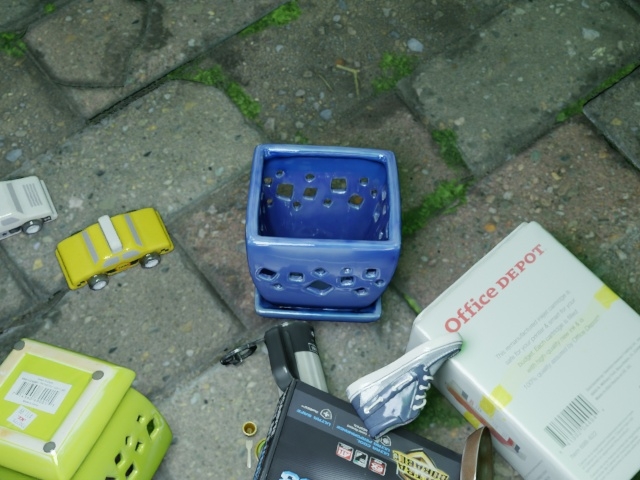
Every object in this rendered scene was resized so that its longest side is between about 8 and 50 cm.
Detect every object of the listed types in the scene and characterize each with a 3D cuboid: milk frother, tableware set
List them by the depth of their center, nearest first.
[{"bbox_3d":[-0.045,0.302,1.677,0.154,0.024,0.104,-2,64,-4],"label":"tableware set"},{"bbox_3d":[-0.072,0.212,1.680,0.143,0.129,0.135,-36,52,28],"label":"milk frother"}]

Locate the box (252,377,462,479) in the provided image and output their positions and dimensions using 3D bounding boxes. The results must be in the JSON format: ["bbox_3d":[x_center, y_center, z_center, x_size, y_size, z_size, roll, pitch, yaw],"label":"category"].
[{"bbox_3d":[0.045,0.377,1.503,0.295,0.073,0.293,27,43,-7],"label":"box"}]

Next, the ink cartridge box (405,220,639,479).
[{"bbox_3d":[0.363,0.202,1.675,0.279,0.160,0.385,-39,73,-19],"label":"ink cartridge box"}]

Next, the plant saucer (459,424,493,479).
[{"bbox_3d":[0.232,0.360,1.596,0.029,0.168,0.169,-1,63,17],"label":"plant saucer"}]

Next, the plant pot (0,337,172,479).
[{"bbox_3d":[-0.373,0.277,1.520,0.228,0.207,0.227,13,50,21],"label":"plant pot"}]

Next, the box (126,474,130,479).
[{"bbox_3d":[-0.403,0.438,1.566,0.323,0.067,0.063,-21,67,-14],"label":"box"}]

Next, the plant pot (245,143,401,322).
[{"bbox_3d":[0.000,0.000,1.699,0.235,0.212,0.236,3,45,-3],"label":"plant pot"}]

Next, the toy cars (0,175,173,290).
[{"bbox_3d":[-0.443,-0.025,1.773,0.393,0.087,0.177,15,64,4],"label":"toy cars"}]

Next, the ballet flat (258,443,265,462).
[{"bbox_3d":[0.009,0.343,1.621,0.221,0.079,0.077,15,65,-17],"label":"ballet flat"}]

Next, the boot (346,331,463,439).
[{"bbox_3d":[0.138,0.212,1.559,0.190,0.069,0.086,-30,68,2],"label":"boot"}]
